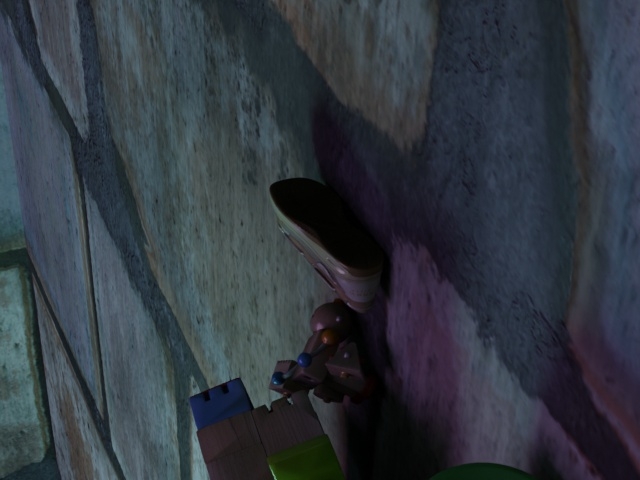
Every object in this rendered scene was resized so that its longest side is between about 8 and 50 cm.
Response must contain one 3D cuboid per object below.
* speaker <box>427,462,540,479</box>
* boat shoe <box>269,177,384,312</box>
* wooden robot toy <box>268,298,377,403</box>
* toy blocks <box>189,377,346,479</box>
[{"bbox_3d":[0.099,0.287,1.034,0.296,0.131,0.131,94,154,-43],"label":"speaker"},{"bbox_3d":[0.002,0.000,1.215,0.153,0.056,0.048,44,140,45],"label":"boat shoe"},{"bbox_3d":[0.012,0.091,1.276,0.173,0.076,0.079,137,152,-69],"label":"wooden robot toy"},{"bbox_3d":[-0.013,0.259,1.277,0.261,0.191,0.381,-117,6,-60],"label":"toy blocks"}]
